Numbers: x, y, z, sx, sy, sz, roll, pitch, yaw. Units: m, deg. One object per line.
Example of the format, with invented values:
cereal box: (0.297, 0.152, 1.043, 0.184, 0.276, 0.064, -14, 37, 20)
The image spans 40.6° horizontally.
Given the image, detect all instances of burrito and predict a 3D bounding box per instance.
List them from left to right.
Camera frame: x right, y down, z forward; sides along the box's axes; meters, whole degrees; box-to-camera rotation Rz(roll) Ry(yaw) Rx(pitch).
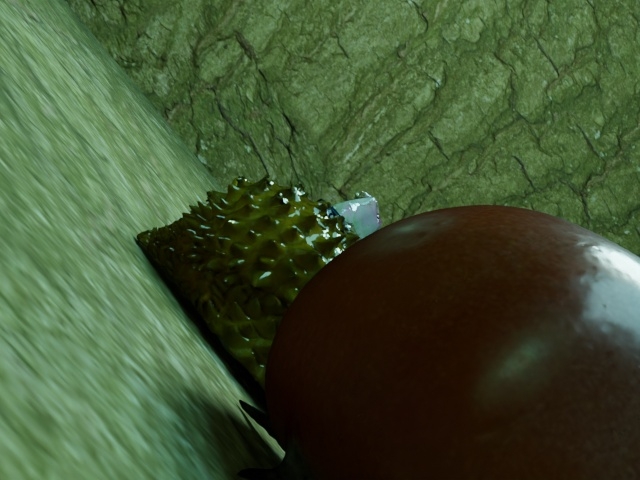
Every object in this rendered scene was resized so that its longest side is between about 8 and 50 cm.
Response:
burrito: (0.000, 0.000, 1.224, 0.229, 0.144, 0.089, -20, 83, -48)

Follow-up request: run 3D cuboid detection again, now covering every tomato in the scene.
tomato: (0.092, 0.104, 0.456, 0.256, 0.224, 0.256, 49, -11, 13)

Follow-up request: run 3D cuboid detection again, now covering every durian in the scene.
durian: (-0.006, 0.060, 0.666, 0.183, 0.138, 0.249, 35, -19, 54)

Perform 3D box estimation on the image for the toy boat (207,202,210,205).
toy boat: (-0.119, -0.016, 1.203, 0.069, 0.059, 0.173, 50, -1, 22)

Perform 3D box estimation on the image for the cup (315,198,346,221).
cup: (-0.026, 0.028, 0.912, 0.150, 0.138, 0.113, 50, -1, 38)

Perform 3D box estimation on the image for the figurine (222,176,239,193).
figurine: (-0.067, 0.014, 1.357, 0.246, 0.131, 0.156, 37, 23, -19)
